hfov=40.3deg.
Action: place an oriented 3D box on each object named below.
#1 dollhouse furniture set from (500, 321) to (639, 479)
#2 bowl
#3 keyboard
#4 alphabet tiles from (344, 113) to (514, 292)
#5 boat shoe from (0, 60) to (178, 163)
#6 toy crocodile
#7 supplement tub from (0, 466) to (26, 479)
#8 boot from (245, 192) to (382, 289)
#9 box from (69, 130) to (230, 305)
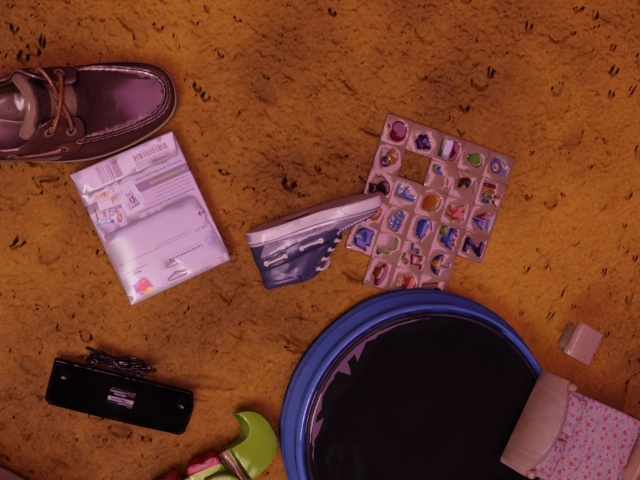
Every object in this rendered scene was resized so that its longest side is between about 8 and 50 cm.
[{"bbox_3d":[0.409,0.336,1.156,0.303,0.174,0.356,26,87,-27],"label":"dollhouse furniture set"},{"bbox_3d":[0.141,0.264,1.202,0.391,0.077,0.391,-1,94,-12],"label":"bowl"},{"bbox_3d":[-0.260,0.192,1.160,0.192,0.038,0.100,16,113,-12],"label":"keyboard"},{"bbox_3d":[0.150,-0.034,1.229,0.198,0.009,0.237,18,90,-11],"label":"alphabet tiles"},{"bbox_3d":[-0.345,-0.155,1.073,0.342,0.123,0.123,-9,94,-10],"label":"boat shoe"},{"bbox_3d":[-0.198,0.351,1.132,0.340,0.115,0.105,-34,93,-9],"label":"toy crocodile"},{"bbox_3d":[-0.459,0.440,1.029,0.228,0.228,0.316,34,86,-10],"label":"supplement tub"},{"bbox_3d":[0.000,0.000,1.179,0.190,0.069,0.086,-17,103,-1],"label":"boot"},{"bbox_3d":[-0.221,-0.030,1.146,0.145,0.038,0.186,-25,96,-8],"label":"box"}]
